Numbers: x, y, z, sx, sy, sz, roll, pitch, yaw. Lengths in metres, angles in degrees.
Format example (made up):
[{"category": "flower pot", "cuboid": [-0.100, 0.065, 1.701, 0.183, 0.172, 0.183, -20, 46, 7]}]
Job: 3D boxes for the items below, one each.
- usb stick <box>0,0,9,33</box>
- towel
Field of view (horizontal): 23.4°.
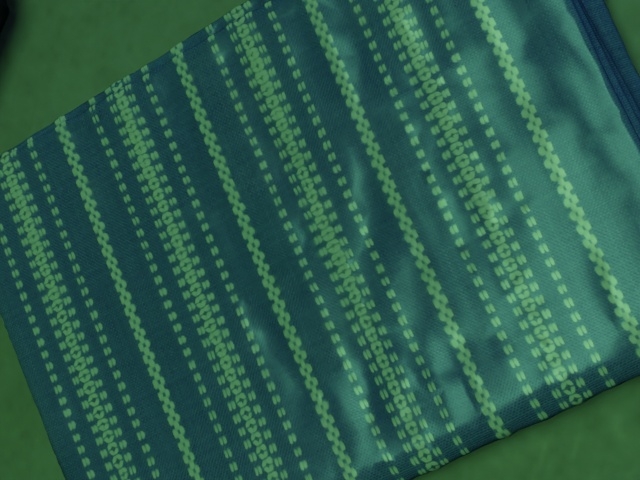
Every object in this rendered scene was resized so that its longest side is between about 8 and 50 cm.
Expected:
[{"category": "usb stick", "cuboid": [-0.242, -0.019, 0.818, 0.077, 0.045, 0.278, 24, 93, 29]}, {"category": "towel", "cuboid": [0.000, 0.000, 0.733, 0.336, 0.040, 0.243, -28, 76, 18]}]
